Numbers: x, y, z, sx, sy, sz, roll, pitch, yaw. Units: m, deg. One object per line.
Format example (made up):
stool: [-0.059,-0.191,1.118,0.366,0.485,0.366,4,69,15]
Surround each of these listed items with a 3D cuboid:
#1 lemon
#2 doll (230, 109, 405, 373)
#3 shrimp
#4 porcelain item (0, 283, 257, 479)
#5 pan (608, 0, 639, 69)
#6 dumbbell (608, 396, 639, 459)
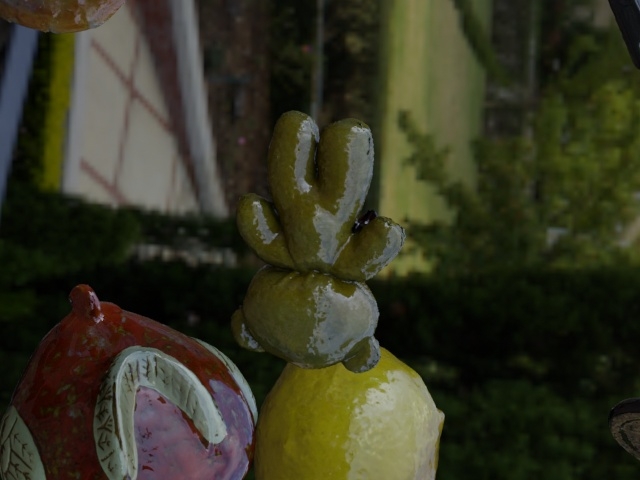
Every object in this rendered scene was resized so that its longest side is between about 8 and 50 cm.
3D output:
lemon: [0.031,0.256,1.870,0.233,0.234,0.288,-26,119,-77]
doll: [0.000,0.000,1.238,0.097,0.137,0.209,-55,154,-74]
shrimp: [-0.289,-0.265,1.401,0.068,0.249,0.150,-72,166,-72]
porcelain item: [-0.185,0.149,1.423,0.253,0.253,0.253,2,90,-79]
pan: [0.230,-0.249,1.279,0.235,0.136,0.028,67,21,-4]
dumbbell: [0.164,0.122,0.763,0.147,0.069,0.069,-60,156,-26]
